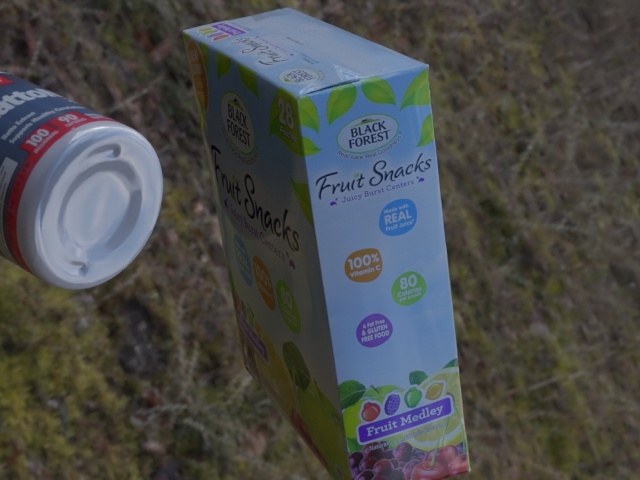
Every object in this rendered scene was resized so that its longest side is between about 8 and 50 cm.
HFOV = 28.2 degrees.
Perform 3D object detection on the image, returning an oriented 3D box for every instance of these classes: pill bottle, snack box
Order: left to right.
[{"bbox_3d":[-0.198,-0.049,0.813,0.108,0.180,0.108,-32,134,-40],"label":"pill bottle"},{"bbox_3d":[0.000,0.000,0.643,0.174,0.070,0.207,-141,-140,-62],"label":"snack box"}]
